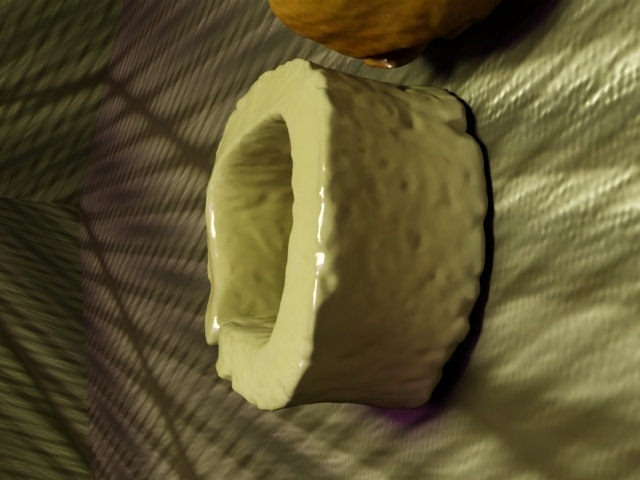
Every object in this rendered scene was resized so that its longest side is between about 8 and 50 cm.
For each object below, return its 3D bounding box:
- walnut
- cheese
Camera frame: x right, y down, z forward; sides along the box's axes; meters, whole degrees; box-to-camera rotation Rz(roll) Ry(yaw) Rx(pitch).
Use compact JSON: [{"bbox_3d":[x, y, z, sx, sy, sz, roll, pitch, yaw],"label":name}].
[{"bbox_3d":[0.045,-0.246,0.703,0.298,0.203,0.203,-156,74,-70],"label":"walnut"},{"bbox_3d":[-0.003,0.002,0.799,0.332,0.153,0.293,168,107,-68],"label":"cheese"}]
